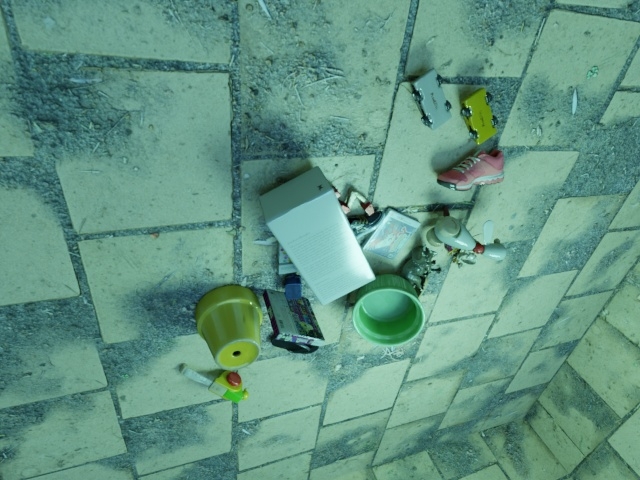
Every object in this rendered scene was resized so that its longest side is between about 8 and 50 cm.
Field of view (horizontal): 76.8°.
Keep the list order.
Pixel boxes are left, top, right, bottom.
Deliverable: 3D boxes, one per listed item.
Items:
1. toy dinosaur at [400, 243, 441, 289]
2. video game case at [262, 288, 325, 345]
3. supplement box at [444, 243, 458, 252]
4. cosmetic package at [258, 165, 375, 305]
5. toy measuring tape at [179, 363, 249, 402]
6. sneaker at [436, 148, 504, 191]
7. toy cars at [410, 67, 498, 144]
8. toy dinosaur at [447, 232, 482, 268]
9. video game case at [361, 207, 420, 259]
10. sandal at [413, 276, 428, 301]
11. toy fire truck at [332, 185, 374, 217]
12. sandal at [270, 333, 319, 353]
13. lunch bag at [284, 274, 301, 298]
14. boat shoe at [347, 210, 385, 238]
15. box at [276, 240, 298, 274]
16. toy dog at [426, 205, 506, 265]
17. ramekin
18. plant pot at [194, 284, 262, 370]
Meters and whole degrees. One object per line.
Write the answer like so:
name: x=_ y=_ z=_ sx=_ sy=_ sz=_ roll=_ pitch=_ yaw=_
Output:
toy dinosaur: x=0.424 y=0.131 z=1.790 sx=0.160 sy=0.121 sz=0.313 roll=22 pitch=126 yaw=-17
video game case: x=-0.107 y=0.301 z=1.585 sx=0.210 sy=0.232 sz=0.042 roll=18 pitch=118 yaw=-34
supplement box: x=0.582 y=0.006 z=1.789 sx=0.055 sy=0.043 sz=0.083 roll=-23 pitch=130 yaw=-5
cosmetic package: x=0.000 y=0.000 z=1.393 sx=0.230 sy=0.161 sz=0.453 roll=-27 pitch=131 yaw=2
toy measuring tape: x=-0.454 y=0.604 z=1.770 sx=0.330 sy=0.121 sz=0.121 roll=34 pitch=108 yaw=-15
sneaker: x=0.574 y=-0.279 z=1.545 sx=0.314 sy=0.116 sz=0.136 roll=-14 pitch=120 yaw=-22
toy cars: x=0.444 y=-0.450 z=1.361 sx=0.394 sy=0.087 sz=0.176 roll=8 pitch=116 yaw=-25
toy dinosaur: x=0.644 y=0.046 z=1.849 sx=0.112 sy=0.064 sz=0.211 roll=-25 pitch=143 yaw=-28
video game case: x=0.289 y=-0.022 z=1.652 sx=0.183 sy=0.023 sz=0.201 roll=19 pitch=116 yaw=-33
sandal: x=0.453 y=0.276 z=1.908 sx=0.079 sy=0.088 sz=0.240 roll=20 pitch=110 yaw=-28
toy fire truck: x=0.100 y=-0.138 z=1.464 sx=0.135 sy=0.047 sz=0.192 roll=-36 pitch=130 yaw=4
sandal: x=-0.115 y=0.480 z=1.833 sx=0.254 sy=0.054 sz=0.097 roll=21 pitch=115 yaw=-34
lunch bag: x=-0.108 y=0.178 z=1.601 sx=0.067 sy=0.065 sz=0.098 roll=0 pitch=127 yaw=-5
boat shoe: x=0.156 y=-0.068 z=1.530 sx=0.183 sy=0.065 sz=0.083 roll=-36 pitch=132 yaw=6
box: x=-0.090 y=0.037 z=1.520 sx=0.145 sy=0.038 sz=0.186 roll=-7 pitch=126 yaw=-19
toy dog: x=0.597 y=-0.035 z=1.663 sx=0.334 sy=0.220 sz=0.161 roll=26 pitch=67 yaw=-26
ramekin: x=0.288 y=0.293 z=1.745 sx=0.303 sy=0.148 sz=0.303 roll=2 pitch=117 yaw=5
plant pot: x=-0.330 y=0.338 z=1.509 sx=0.254 sy=0.239 sz=0.254 roll=-11 pitch=128 yaw=-15
